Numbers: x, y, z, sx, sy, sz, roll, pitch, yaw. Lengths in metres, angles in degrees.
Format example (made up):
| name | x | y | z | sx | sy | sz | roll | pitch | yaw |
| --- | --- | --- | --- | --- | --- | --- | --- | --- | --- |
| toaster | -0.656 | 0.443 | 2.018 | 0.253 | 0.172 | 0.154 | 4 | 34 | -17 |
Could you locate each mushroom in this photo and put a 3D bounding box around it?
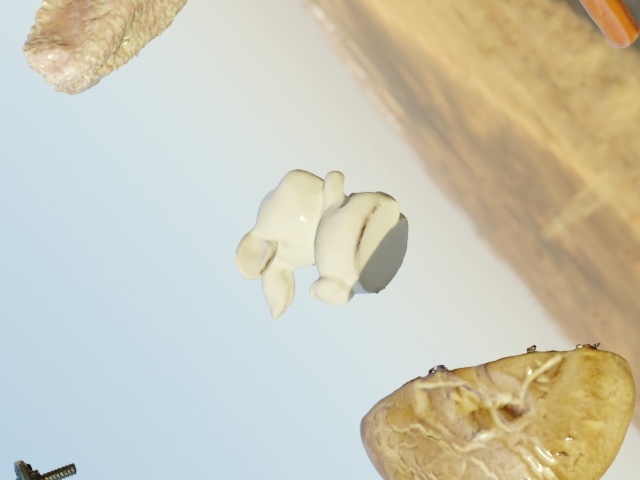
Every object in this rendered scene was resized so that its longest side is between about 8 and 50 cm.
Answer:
| name | x | y | z | sx | sy | sz | roll | pitch | yaw |
| --- | --- | --- | --- | --- | --- | --- | --- | --- | --- |
| mushroom | 0.167 | 0.205 | 1.749 | 0.156 | 0.285 | 0.151 | 35 | -136 | -52 |

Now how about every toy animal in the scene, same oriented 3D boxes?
| name | x | y | z | sx | sy | sz | roll | pitch | yaw |
| --- | --- | --- | --- | --- | --- | --- | --- | --- | --- |
| toy animal | 0.001 | 0.005 | 2.238 | 0.193 | 0.179 | 0.127 | 5 | 155 | 30 |

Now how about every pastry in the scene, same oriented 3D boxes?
| name | x | y | z | sx | sy | sz | roll | pitch | yaw |
| --- | --- | --- | --- | --- | --- | --- | --- | --- | --- |
| pastry | -0.197 | -0.249 | 1.824 | 0.103 | 0.265 | 0.112 | 22 | 162 | 29 |

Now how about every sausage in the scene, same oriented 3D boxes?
| name | x | y | z | sx | sy | sz | roll | pitch | yaw |
| --- | --- | --- | --- | --- | --- | --- | --- | --- | --- |
| sausage | 0.331 | -0.274 | 2.128 | 0.131 | 0.039 | 0.041 | 46 | -154 | -36 |

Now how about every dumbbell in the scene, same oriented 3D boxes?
| name | x | y | z | sx | sy | sz | roll | pitch | yaw |
| --- | --- | --- | --- | --- | --- | --- | --- | --- | --- |
| dumbbell | -0.456 | 0.357 | 2.509 | 0.081 | 0.254 | 0.082 | 161 | 90 | -75 |
